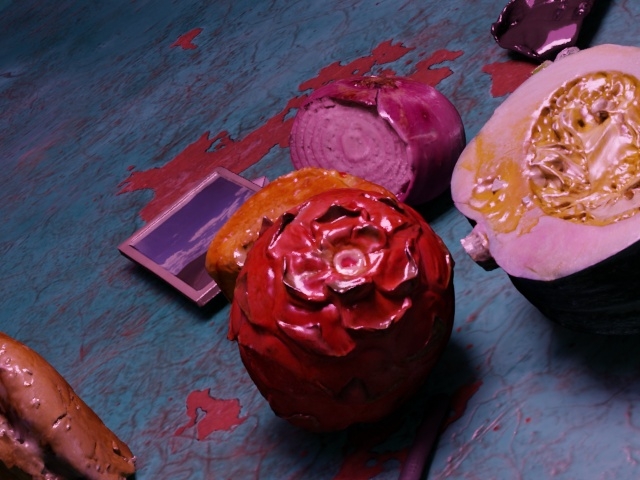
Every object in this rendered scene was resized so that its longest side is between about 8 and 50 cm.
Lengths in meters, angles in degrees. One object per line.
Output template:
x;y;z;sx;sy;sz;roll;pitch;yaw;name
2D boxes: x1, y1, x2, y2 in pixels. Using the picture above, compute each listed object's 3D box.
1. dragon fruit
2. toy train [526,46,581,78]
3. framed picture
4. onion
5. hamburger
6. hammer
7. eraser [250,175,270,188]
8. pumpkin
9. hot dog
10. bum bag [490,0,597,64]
0.023;0.067;1.394;0.241;0.252;0.241;4;28;-2;dragon fruit
0.323;-0.176;1.704;0.081;0.060;0.202;-37;29;0;toy train
-0.143;-0.008;1.843;0.189;0.023;0.260;-40;31;-14;framed picture
0.080;-0.125;1.727;0.207;0.200;0.200;-21;26;44;onion
-0.352;0.192;1.562;0.309;0.211;0.132;10;52;48;hamburger
0.075;0.230;1.304;0.103;0.029;0.246;-12;31;28;hammer
-0.125;-0.026;1.899;0.104;0.023;0.150;-18;30;19;eraser
0.286;-0.024;1.355;0.263;0.197;0.293;-37;34;12;pumpkin
0.000;0.000;1.623;0.256;0.150;0.153;-11;41;37;hot dog
0.335;-0.351;1.951;0.142;0.080;0.326;-2;38;34;bum bag
